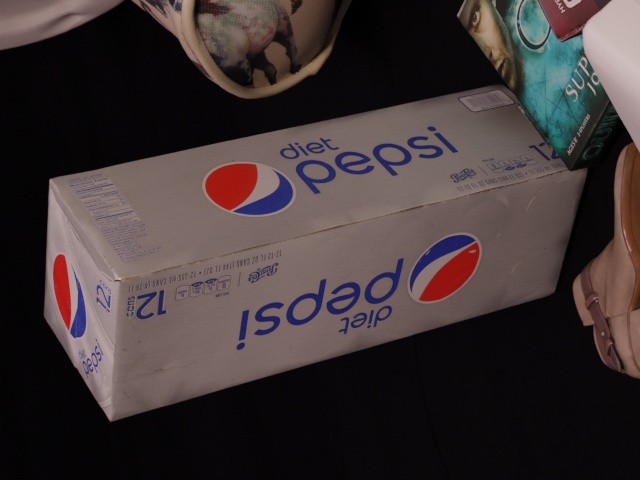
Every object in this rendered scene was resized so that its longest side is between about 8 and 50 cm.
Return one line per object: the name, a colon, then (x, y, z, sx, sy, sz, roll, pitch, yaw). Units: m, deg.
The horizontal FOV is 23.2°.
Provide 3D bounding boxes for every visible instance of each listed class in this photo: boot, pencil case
boot: (0.160, 0.014, 0.819, 0.087, 0.042, 0.118, 150, 112, -69)
pencil case: (-0.143, -0.273, 1.029, 0.410, 0.160, 0.183, 43, 161, 27)

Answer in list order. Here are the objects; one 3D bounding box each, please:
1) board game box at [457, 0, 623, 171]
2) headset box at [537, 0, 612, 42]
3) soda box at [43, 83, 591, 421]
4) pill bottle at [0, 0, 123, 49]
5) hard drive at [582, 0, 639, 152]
board game box: (0.138, -0.143, 0.802, 0.126, 0.026, 0.186, 59, 147, 30)
headset box: (0.148, -0.227, 0.599, 0.293, 0.110, 0.218, -31, 84, 55)
soda box: (0.000, 0.000, 0.838, 0.091, 0.286, 0.098, 49, 143, 40)
pill bottle: (-0.301, -0.374, 1.294, 0.224, 0.224, 0.392, -33, 73, 60)
hard drive: (0.231, 0.046, 0.579, 0.307, 0.040, 0.203, 51, -177, 40)
